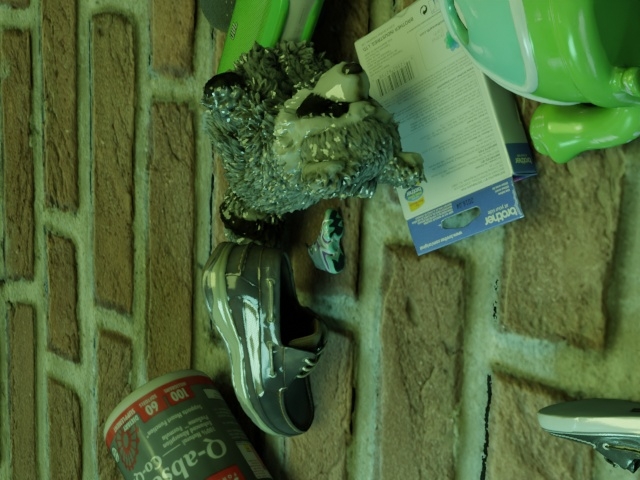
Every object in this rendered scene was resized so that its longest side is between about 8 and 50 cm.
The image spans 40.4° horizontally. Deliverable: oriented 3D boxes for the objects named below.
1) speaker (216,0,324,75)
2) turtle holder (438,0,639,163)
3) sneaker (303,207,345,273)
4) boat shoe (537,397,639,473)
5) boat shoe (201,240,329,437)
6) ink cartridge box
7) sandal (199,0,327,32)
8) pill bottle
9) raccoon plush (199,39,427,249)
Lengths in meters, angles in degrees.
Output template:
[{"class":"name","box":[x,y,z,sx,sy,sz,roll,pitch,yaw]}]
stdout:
[{"class":"speaker","box":[-0.072,-0.296,1.248,0.131,0.131,0.296,45,131,31]},{"class":"turtle holder","box":[0.261,-0.251,0.906,0.227,0.320,0.243,10,73,40]},{"class":"sneaker","box":[0.000,0.000,1.315,0.069,0.038,0.098,4,97,44]},{"class":"boat shoe","box":[0.352,0.223,0.973,0.228,0.080,0.076,-6,93,40]},{"class":"boat shoe","box":[-0.060,0.157,1.274,0.130,0.132,0.355,-5,127,21]},{"class":"ink cartridge box","box":[0.161,-0.153,1.117,0.186,0.065,0.311,-24,75,46]},{"class":"sandal","box":[-0.091,-0.366,1.358,0.254,0.054,0.097,20,117,32]},{"class":"pill bottle","box":[-0.191,0.412,1.439,0.363,0.210,0.210,52,128,27]},{"class":"raccoon plush","box":[0.000,-0.062,1.192,0.299,0.216,0.446,53,159,38]}]
